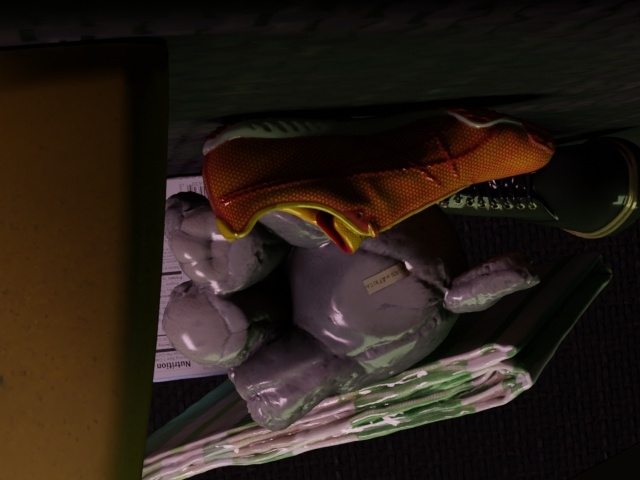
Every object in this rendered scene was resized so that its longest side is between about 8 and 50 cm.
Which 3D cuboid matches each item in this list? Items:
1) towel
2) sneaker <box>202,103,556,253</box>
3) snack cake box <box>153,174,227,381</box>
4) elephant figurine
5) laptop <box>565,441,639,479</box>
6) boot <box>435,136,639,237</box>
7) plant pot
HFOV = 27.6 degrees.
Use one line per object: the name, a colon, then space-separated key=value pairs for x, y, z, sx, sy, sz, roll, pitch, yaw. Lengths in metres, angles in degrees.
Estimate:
towel: x=0.027 y=0.094 z=0.893 sx=0.325 sy=0.038 sz=0.248 roll=-22 pitch=-175 yaw=28
sneaker: x=0.030 y=-0.029 z=0.625 sx=0.175 sy=0.067 sz=0.064 roll=-7 pitch=178 yaw=-13
snack cake box: x=-0.180 y=0.036 z=0.983 sx=0.264 sy=0.152 sz=0.089 roll=-5 pitch=180 yaw=-6
elephant figurine: x=0.000 y=0.000 z=0.784 sx=0.169 sy=0.186 sz=0.239 roll=-49 pitch=-177 yaw=11
laptop: x=0.010 y=0.009 z=0.188 sx=0.408 sy=0.236 sz=0.382 roll=-22 pitch=-176 yaw=-24
boot: x=0.142 y=-0.038 z=0.986 sx=0.137 sy=0.076 sz=0.198 roll=0 pitch=177 yaw=-20
plant pot: x=-0.153 y=0.048 z=0.449 sx=0.212 sy=0.187 sz=0.212 roll=-5 pitch=179 yaw=-8
